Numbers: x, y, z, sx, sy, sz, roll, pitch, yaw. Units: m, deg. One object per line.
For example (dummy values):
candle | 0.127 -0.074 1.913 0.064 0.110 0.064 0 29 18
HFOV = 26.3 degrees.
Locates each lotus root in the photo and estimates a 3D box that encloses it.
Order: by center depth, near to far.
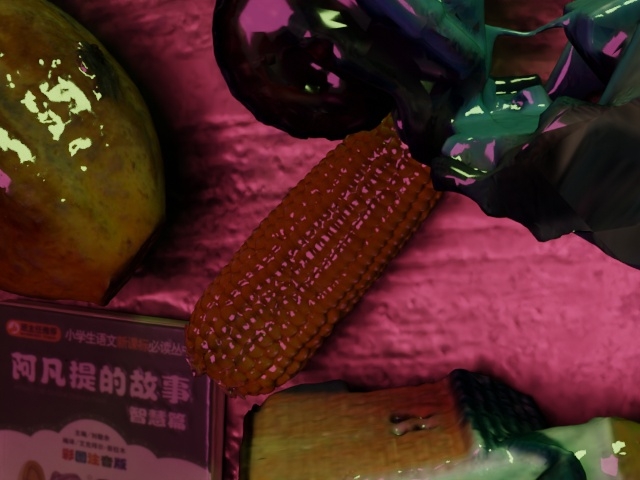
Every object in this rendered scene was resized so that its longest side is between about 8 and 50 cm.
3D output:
lotus root | -0.226 -0.080 1.010 0.291 0.193 0.193 46 111 15

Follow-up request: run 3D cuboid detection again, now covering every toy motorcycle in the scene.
toy motorcycle | 0.153 -0.112 0.814 0.416 0.172 0.232 23 102 -8

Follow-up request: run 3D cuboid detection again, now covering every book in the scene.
book | -0.170 0.186 1.083 0.202 0.027 0.264 6 98 23

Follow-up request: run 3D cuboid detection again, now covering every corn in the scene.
corn | 0.003 0.003 0.955 0.260 0.091 0.091 -51 58 16

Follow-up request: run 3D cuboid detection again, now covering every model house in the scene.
model house | 0.097 0.194 0.878 0.291 0.253 0.184 -16 110 6
